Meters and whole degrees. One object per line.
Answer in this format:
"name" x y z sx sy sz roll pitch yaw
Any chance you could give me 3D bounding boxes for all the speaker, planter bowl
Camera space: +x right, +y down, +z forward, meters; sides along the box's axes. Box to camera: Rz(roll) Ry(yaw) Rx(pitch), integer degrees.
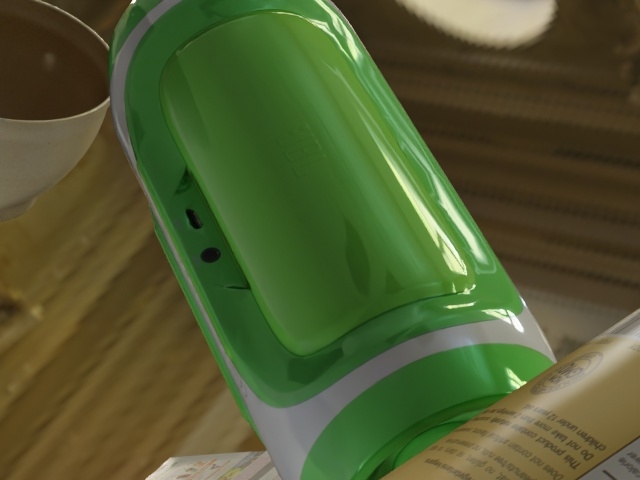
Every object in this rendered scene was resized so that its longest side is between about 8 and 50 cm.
"speaker" 0.000 0.000 0.892 0.131 0.131 0.296 -32 -130 4
"planter bowl" -0.225 -0.081 1.316 0.162 0.109 0.162 14 -147 -10

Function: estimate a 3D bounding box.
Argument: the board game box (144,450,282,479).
"board game box" -0.108 0.313 2.086 0.303 0.098 0.224 -8 -161 43

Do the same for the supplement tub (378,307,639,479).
"supplement tub" 0.082 0.179 0.641 0.331 0.241 0.241 -32 -145 -15
